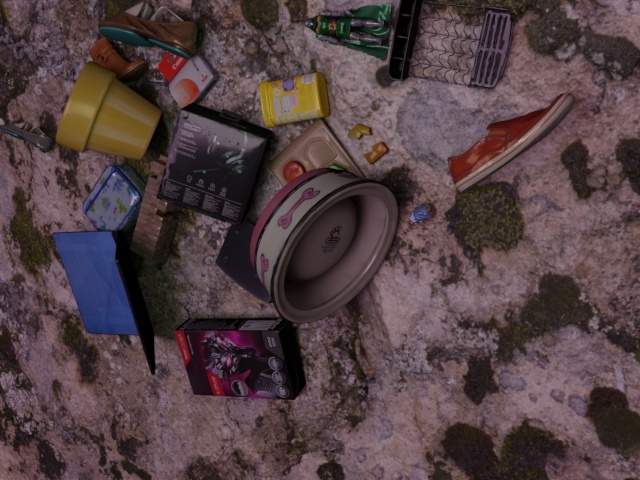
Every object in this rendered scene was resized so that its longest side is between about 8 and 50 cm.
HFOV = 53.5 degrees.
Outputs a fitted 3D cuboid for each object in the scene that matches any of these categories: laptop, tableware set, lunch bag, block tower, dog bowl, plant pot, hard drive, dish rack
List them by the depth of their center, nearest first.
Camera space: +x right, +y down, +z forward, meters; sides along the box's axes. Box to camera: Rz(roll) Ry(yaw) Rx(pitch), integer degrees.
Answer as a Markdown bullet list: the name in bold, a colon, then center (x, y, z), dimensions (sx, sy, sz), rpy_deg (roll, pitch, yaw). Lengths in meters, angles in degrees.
- **dish rack**: center (0.310, -0.467, 1.507), dimensions (0.271, 0.074, 0.209), rpy_deg (15, 107, 21)
- **dog bowl**: center (0.000, 0.000, 1.580), dimensions (0.150, 0.407, 0.408), rpy_deg (39, 115, 35)
- **hard drive**: center (-0.183, 0.054, 1.796), dimensions (0.254, 0.054, 0.172), rpy_deg (31, 102, 37)
- **tableware set**: center (-0.135, 0.182, 1.844), dimensions (0.194, 0.039, 0.128), rpy_deg (41, 114, 1)
- **plant pot**: center (-0.603, -0.353, 1.844), dimensions (0.238, 0.254, 0.254), rpy_deg (23, 114, -19)
- **block tower**: center (-0.488, -0.093, 1.941), dimensions (0.097, 0.091, 0.336), rpy_deg (26, 109, 19)
- **laptop**: center (-0.674, 0.184, 1.959), dimensions (0.236, 0.408, 0.382), rpy_deg (-15, 113, -10)
- **lunch bag**: center (-0.648, -0.123, 2.011), dimensions (0.176, 0.090, 0.219), rpy_deg (49, 114, 11)

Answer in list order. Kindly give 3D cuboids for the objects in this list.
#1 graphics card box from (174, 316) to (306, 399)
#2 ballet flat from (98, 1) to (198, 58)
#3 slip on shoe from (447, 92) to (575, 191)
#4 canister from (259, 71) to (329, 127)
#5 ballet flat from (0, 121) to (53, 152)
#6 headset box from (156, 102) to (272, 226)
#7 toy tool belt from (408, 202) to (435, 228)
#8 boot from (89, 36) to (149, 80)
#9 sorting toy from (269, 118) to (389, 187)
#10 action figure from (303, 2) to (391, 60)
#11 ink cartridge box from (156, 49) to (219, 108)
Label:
- **graphics card box**: center (-0.242, 0.351, 1.898), dimensions (0.370, 0.094, 0.233), rpy_deg (-3, 109, 24)
- **ballet flat**: center (-0.486, -0.618, 1.829), dimensions (0.342, 0.116, 0.124), rpy_deg (20, 87, 26)
- **slip on shoe**: center (0.434, -0.240, 1.476), dimensions (0.331, 0.123, 0.101), rpy_deg (-36, 80, 31)
- **canister**: center (-0.069, -0.376, 1.700), dimensions (0.169, 0.073, 0.126), rpy_deg (-5, 98, 24)
- **ballet flat**: center (-0.985, -0.360, 2.139), dimensions (0.213, 0.072, 0.068), rpy_deg (26, 83, 17)
- **headset box**: center (-0.289, -0.220, 1.756), dimensions (0.246, 0.131, 0.283), rpy_deg (18, 110, -3)
- **toy tool belt**: center (0.253, -0.061, 1.626), dimensions (0.083, 0.051, 0.052), rpy_deg (-38, 83, 26)
- **boot**: center (-0.619, -0.547, 1.922), dimensions (0.197, 0.073, 0.153), rpy_deg (-23, 86, 24)
- **sorting toy**: center (0.020, -0.208, 1.709), dimensions (0.307, 0.041, 0.229), rpy_deg (-38, 84, 26)
- **action figure**: center (0.061, -0.541, 1.617), dimensions (0.232, 0.063, 0.137), rpy_deg (15, 109, 25)
- **ink cartridge box**: center (-0.395, -0.490, 1.844), dimensions (0.145, 0.045, 0.179), rpy_deg (-42, 84, 25)
